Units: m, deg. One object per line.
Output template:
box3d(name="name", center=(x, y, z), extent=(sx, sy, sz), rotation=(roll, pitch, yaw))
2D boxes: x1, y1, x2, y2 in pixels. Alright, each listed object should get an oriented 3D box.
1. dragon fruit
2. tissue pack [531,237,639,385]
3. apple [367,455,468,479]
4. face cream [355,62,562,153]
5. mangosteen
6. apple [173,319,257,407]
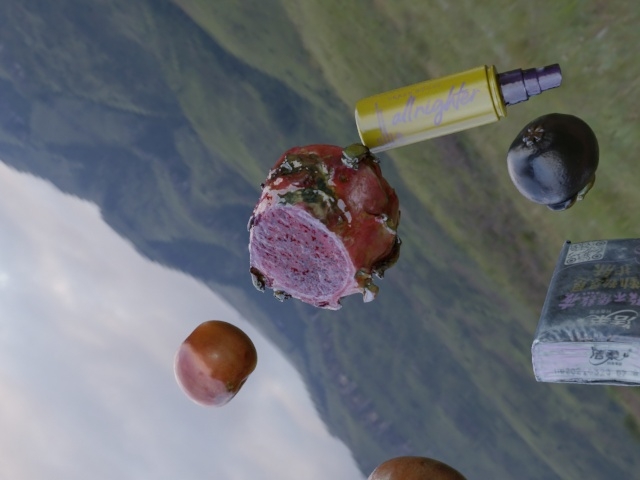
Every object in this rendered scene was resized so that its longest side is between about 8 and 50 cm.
box3d(name="dragon fruit", center=(0.000, 0.000, 1.462), extent=(0.211, 0.282, 0.147), rotation=(26, -134, -4))
box3d(name="tissue pack", center=(0.540, 0.121, 1.996), extent=(0.361, 0.259, 0.122), rotation=(-59, -41, -53))
box3d(name="apple", center=(0.200, 0.576, 2.277), extent=(0.253, 0.253, 0.253), rotation=(44, -175, -5))
box3d(name="face cream", center=(0.185, -0.185, 1.450), extent=(0.078, 0.273, 0.078), rotation=(-13, -90, -74))
box3d(name="mangosteen", center=(0.344, -0.108, 1.571), extent=(0.151, 0.137, 0.137), rotation=(42, -175, -37))
box3d(name="apple", center=(-0.201, 0.230, 2.059), extent=(0.139, 0.163, 0.163), rotation=(37, -176, 3))
